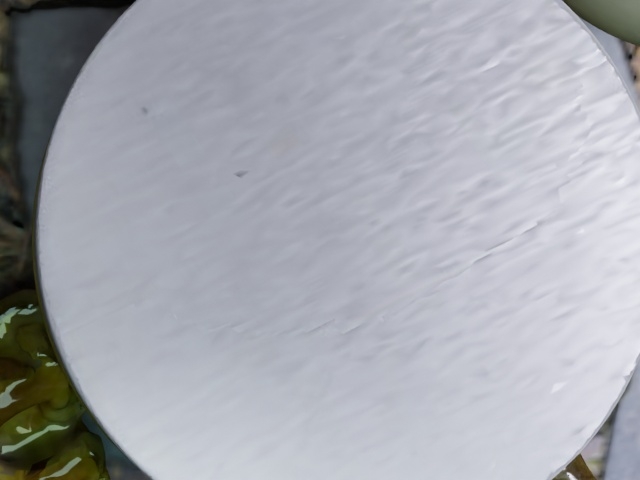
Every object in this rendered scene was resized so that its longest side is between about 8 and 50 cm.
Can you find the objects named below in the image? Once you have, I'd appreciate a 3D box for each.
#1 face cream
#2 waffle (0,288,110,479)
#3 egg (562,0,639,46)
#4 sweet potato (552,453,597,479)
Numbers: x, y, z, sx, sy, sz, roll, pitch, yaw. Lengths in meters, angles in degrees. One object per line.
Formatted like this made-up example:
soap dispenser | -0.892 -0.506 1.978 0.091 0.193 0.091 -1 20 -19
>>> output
face cream | 0.000 0.000 0.747 0.218 0.179 0.218 0 89 -8
waffle | -0.234 0.116 0.836 0.302 0.068 0.325 20 107 -19
egg | 0.175 -0.195 0.726 0.219 0.219 0.269 41 83 -24
sweet potato | 0.045 0.024 0.874 0.249 0.059 0.069 42 87 -15
